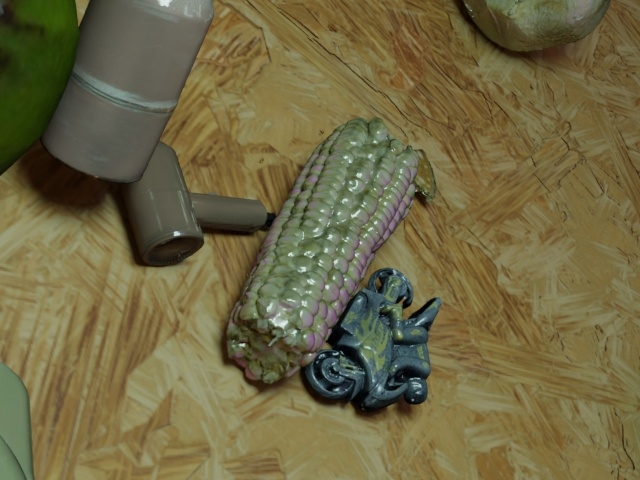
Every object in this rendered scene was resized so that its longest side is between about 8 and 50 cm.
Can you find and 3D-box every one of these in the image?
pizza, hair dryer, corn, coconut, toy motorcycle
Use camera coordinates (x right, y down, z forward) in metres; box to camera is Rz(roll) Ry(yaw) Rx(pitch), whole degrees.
[{"bbox_3d":[0.105,-0.085,1.439,0.078,0.025,0.083,26,41,-29],"label":"pizza"},{"bbox_3d":[-0.116,-0.033,1.205,0.181,0.064,0.117,7,55,-45],"label":"hair dryer"},{"bbox_3d":[0.000,0.002,1.233,0.126,0.126,0.335,42,47,-8],"label":"corn"},{"bbox_3d":[0.294,-0.378,1.640,0.227,0.227,0.230,69,10,20],"label":"coconut"},{"bbox_3d":[-0.184,-0.210,1.171,0.106,0.189,0.344,20,24,-16],"label":"hair dryer"},{"bbox_3d":[0.069,0.114,1.243,0.124,0.061,0.193,40,49,-1],"label":"toy motorcycle"}]

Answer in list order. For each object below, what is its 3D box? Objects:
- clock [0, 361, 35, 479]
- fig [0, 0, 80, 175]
[{"bbox_3d":[-0.346,0.203,0.811,0.309,0.114,0.284,9,57,-32],"label":"clock"},{"bbox_3d":[-0.330,-0.173,0.973,0.316,0.316,0.316,21,50,-27],"label":"fig"}]
